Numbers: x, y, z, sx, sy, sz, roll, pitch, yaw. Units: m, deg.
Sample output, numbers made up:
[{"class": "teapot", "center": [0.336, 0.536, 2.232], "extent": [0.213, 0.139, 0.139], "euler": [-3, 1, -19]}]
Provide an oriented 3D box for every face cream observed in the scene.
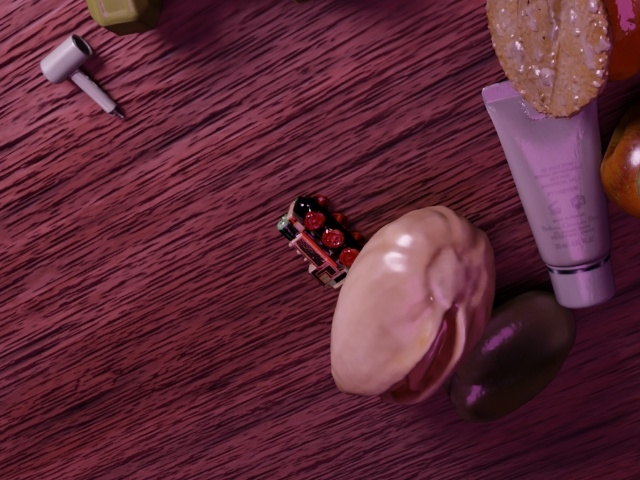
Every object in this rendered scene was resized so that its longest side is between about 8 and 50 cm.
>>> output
[{"class": "face cream", "center": [0.313, -0.065, 1.298], "extent": [0.143, 0.089, 0.315], "euler": [-13, 109, 13]}]

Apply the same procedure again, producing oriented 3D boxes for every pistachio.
[{"class": "pistachio", "center": [0.112, 0.096, 1.336], "extent": [0.193, 0.214, 0.318], "euler": [12, 131, -22]}]

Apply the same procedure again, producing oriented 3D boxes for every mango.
[{"class": "mango", "center": [0.316, -0.288, 1.145], "extent": [0.144, 0.112, 0.219], "euler": [-3, 116, 55]}]

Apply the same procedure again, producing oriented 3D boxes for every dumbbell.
[{"class": "dumbbell", "center": [-0.127, -0.318, 1.178], "extent": [0.301, 0.108, 0.121], "euler": [-7, 118, 9]}]

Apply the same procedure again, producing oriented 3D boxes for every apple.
[{"class": "apple", "center": [0.426, -0.100, 1.215], "extent": [0.147, 0.163, 0.146], "euler": [24, 124, 6]}]

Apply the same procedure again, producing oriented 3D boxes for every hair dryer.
[{"class": "hair dryer", "center": [-0.297, -0.203, 1.302], "extent": [0.063, 0.038, 0.124], "euler": [-35, 116, 21]}]

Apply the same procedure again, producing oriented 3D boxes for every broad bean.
[{"class": "broad bean", "center": [0.266, 0.167, 1.411], "extent": [0.169, 0.100, 0.228], "euler": [5, 130, -24]}]

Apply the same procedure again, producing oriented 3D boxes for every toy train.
[{"class": "toy train", "center": [0.000, 0.000, 1.376], "extent": [0.087, 0.050, 0.138], "euler": [-36, 110, 25]}]

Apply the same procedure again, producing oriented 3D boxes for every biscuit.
[{"class": "biscuit", "center": [0.255, -0.244, 1.141], "extent": [0.033, 0.220, 0.220], "euler": [-20, 120, -20]}]
